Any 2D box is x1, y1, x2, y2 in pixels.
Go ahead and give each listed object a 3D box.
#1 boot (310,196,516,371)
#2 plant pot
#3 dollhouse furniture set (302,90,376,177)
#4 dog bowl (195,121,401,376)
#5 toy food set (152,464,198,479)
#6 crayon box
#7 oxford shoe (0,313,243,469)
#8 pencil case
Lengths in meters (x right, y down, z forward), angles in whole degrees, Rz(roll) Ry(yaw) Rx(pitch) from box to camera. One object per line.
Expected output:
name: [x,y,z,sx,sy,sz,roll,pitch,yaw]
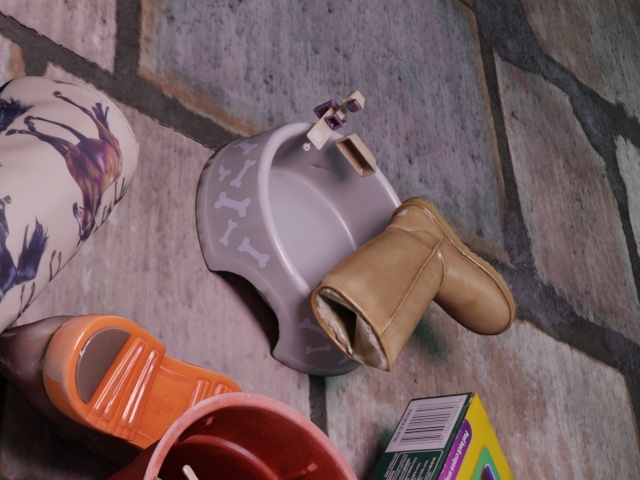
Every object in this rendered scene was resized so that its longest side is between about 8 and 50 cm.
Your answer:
boot: [0.122,0.087,1.379,0.236,0.089,0.269,46,37,-3]
plant pot: [-0.130,0.301,0.935,0.272,0.265,0.272,30,46,-37]
dollhouse furniture set: [0.034,-0.119,1.419,0.114,0.091,0.081,51,52,-19]
dog bowl: [0.000,0.000,1.442,0.348,0.102,0.349,29,47,-36]
toy food set: [-0.110,0.211,0.774,0.078,0.019,0.122,59,36,-4]
crayon box: [0.147,0.414,1.284,0.363,0.106,0.313,-52,124,-52]
oxford shoe: [-0.178,0.172,1.089,0.364,0.132,0.130,54,50,-46]
pencil case: [-0.332,0.005,0.982,0.410,0.183,0.160,-59,148,-50]
